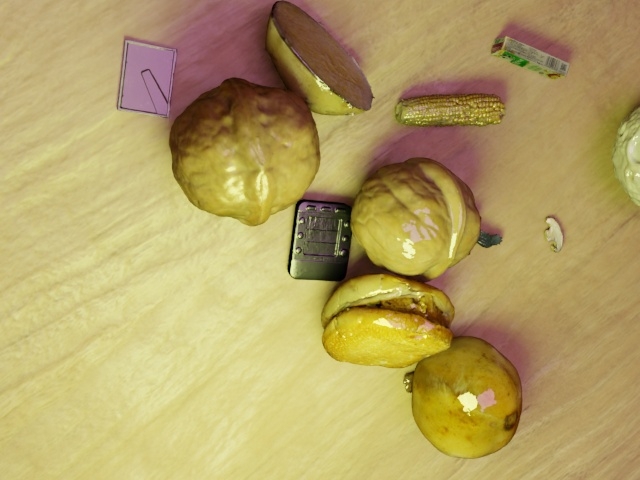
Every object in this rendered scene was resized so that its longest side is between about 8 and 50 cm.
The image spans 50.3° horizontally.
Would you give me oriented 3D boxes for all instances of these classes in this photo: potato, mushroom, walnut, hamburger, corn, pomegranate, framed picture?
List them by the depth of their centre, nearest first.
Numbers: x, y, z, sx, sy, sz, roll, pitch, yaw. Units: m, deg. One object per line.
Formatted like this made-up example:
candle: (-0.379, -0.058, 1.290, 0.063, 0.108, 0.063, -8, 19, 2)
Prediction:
walnut: (-0.148, -0.179, 1.370, 0.305, 0.344, 0.306, -6, 110, -17)
framed picture: (-0.367, -0.341, 1.446, 0.109, 0.011, 0.149, 7, 97, -19)
potato: (-0.021, -0.374, 1.477, 0.116, 0.239, 0.299, -32, 121, 34)
walnut: (0.216, -0.044, 1.545, 0.296, 0.285, 0.285, -7, 101, -35)
hamburger: (0.150, 0.193, 1.566, 0.289, 0.314, 0.170, 21, 55, -23)
corn: (0.320, -0.311, 1.641, 0.288, 0.086, 0.087, -5, 100, -16)
pomegranate: (0.356, 0.378, 1.648, 0.307, 0.307, 0.308, -3, 99, -18)
mushroom: (0.621, -0.017, 1.822, 0.049, 0.019, 0.101, -19, 102, -15)

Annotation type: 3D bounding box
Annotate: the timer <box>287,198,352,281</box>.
timer: (0.000, 0.000, 1.602, 0.144, 0.055, 0.188, 4, 101, -19)

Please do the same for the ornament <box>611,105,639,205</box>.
ornament: (0.916, -0.217, 1.732, 0.336, 0.337, 0.337, -3, 99, -18)

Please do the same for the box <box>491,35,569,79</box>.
box: (0.525, -0.455, 1.705, 0.207, 0.050, 0.041, 15, 90, -20)

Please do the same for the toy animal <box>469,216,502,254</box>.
toy animal: (0.375, -0.013, 1.718, 0.220, 0.062, 0.108, 1, 98, -25)
